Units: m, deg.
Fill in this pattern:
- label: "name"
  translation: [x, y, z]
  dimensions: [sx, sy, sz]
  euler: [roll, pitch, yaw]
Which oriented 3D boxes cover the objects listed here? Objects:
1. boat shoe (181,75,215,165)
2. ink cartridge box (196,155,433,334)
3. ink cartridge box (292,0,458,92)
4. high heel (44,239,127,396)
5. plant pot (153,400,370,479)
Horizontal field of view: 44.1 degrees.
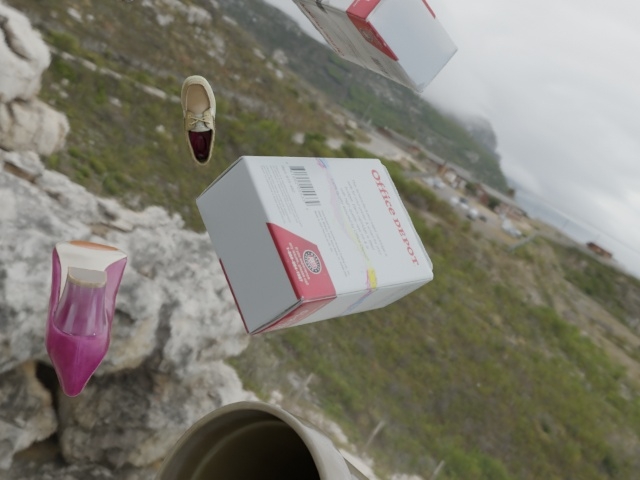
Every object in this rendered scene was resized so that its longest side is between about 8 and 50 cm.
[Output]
- label: "boat shoe"
  translation: [-0.173, -0.171, 1.144]
  dimensions: [0.050, 0.135, 0.045]
  euler: [-9, 39, -7]
- label: "ink cartridge box"
  translation: [0.000, 0.000, 0.676]
  dimensions: [0.175, 0.072, 0.127]
  euler: [-5, 65, -48]
- label: "ink cartridge box"
  translation: [0.046, -0.202, 0.722]
  dimensions: [0.099, 0.056, 0.135]
  euler: [42, -2, -42]
- label: "high heel"
  translation: [-0.253, 0.072, 0.850]
  dimensions: [0.082, 0.117, 0.244]
  euler: [9, 9, -21]
- label: "plant pot"
  translation: [-0.030, 0.396, 1.027]
  dimensions: [0.280, 0.323, 0.323]
  euler: [29, 9, -45]
